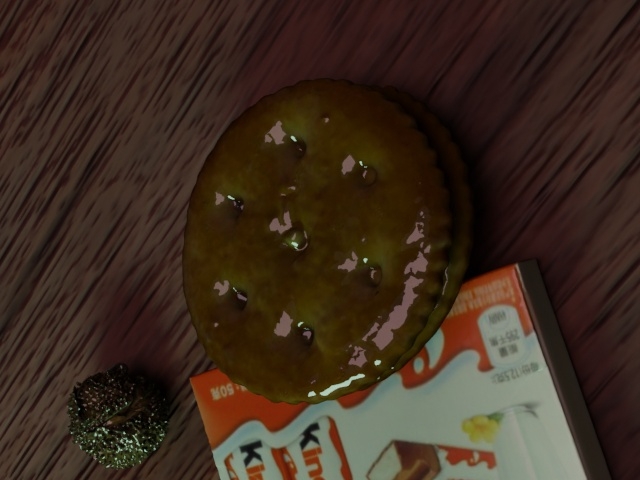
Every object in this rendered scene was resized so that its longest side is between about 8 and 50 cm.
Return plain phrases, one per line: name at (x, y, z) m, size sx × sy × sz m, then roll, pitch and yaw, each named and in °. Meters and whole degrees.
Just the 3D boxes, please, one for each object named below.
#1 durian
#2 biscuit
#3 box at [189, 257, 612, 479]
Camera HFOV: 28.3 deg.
durian at (-0.154, 0.136, 0.968) m, size 0.080 × 0.080 × 0.091 m, roll 47°, pitch 156°, yaw 18°
biscuit at (0.000, 0.000, 0.837) m, size 0.220 × 0.066 × 0.220 m, roll -9°, pitch 75°, yaw 36°
box at (0.062, 0.177, 0.855) m, size 0.273 × 0.048 × 0.265 m, roll -22°, pitch 83°, yaw 29°
